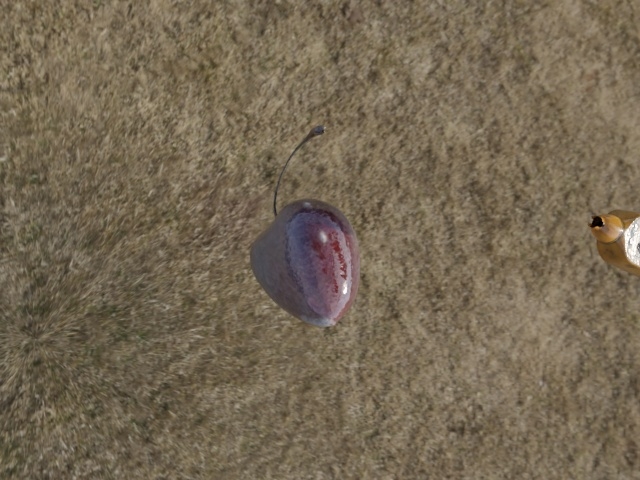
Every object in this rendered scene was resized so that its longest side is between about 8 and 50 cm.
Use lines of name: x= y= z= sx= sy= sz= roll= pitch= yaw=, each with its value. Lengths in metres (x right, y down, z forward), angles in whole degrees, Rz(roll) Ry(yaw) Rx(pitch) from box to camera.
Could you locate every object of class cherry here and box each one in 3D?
cherry: x=0.000 y=0.005 z=0.710 sx=0.115 sy=0.188 sz=0.148 roll=20 pitch=43 yaw=-25

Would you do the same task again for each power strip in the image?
power strip: x=0.297 y=0.008 z=0.608 sx=0.178 sy=0.028 sz=0.049 roll=19 pitch=88 yaw=-33
